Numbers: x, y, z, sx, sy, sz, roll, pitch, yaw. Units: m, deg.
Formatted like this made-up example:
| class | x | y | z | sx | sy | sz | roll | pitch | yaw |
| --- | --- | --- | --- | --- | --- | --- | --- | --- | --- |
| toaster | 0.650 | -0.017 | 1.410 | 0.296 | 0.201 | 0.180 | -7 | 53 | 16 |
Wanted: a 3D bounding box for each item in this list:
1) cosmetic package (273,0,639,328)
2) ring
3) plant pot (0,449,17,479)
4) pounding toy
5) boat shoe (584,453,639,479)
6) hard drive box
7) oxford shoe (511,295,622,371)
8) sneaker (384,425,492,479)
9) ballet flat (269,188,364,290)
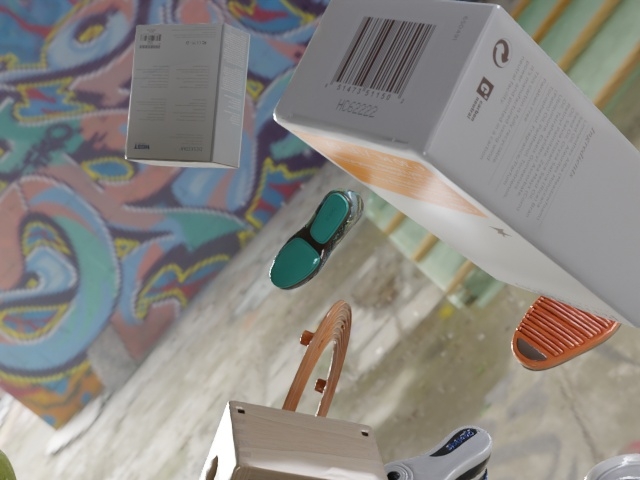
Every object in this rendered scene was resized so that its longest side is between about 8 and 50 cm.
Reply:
| class | x | y | z | sx | sy | sz | roll | pitch | yaw |
| --- | --- | --- | --- | --- | --- | --- | --- | --- | --- |
| cosmetic package | 0.192 | -0.079 | 1.176 | 0.230 | 0.453 | 0.161 | 20 | 81 | 48 |
| ring | -0.028 | 0.241 | 1.531 | 0.336 | 0.032 | 0.336 | 20 | -90 | -78 |
| plant pot | -0.536 | 0.323 | 1.172 | 0.366 | 0.353 | 0.366 | 5 | -90 | -81 |
| pounding toy | -0.076 | 0.226 | 0.884 | 0.094 | 0.206 | 0.181 | -107 | 34 | -60 |
| boat shoe | 0.369 | 0.280 | 1.158 | 0.066 | 0.184 | 0.063 | -64 | 24 | 15 |
| hard drive box | -0.225 | -0.243 | 1.824 | 0.089 | 0.181 | 0.232 | 8 | -92 | -63 |
| oxford shoe | 0.456 | 0.142 | 1.852 | 0.364 | 0.130 | 0.133 | -28 | -36 | -32 |
| sneaker | 0.145 | 0.347 | 1.451 | 0.217 | 0.121 | 0.079 | -22 | 37 | -26 |
| ballet flat | 0.000 | 0.000 | 1.532 | 0.188 | 0.070 | 0.070 | -47 | 13 | 29 |
